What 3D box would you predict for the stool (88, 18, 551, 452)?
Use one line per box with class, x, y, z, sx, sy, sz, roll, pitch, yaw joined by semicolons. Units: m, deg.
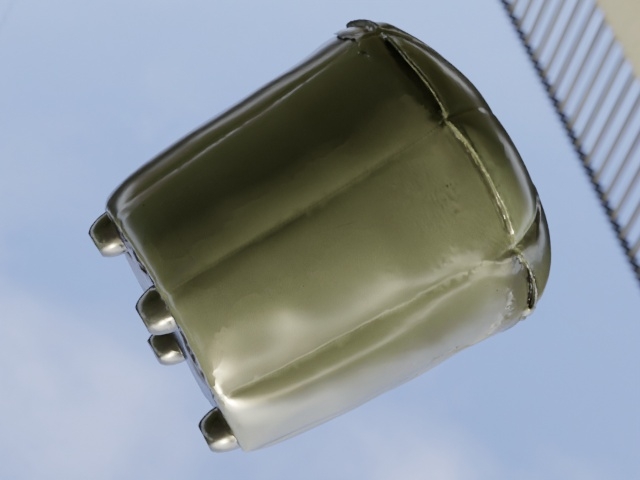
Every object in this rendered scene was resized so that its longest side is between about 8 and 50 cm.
stool;0.000;0.000;0.469;0.110;0.096;0.096;-31;-120;-8
